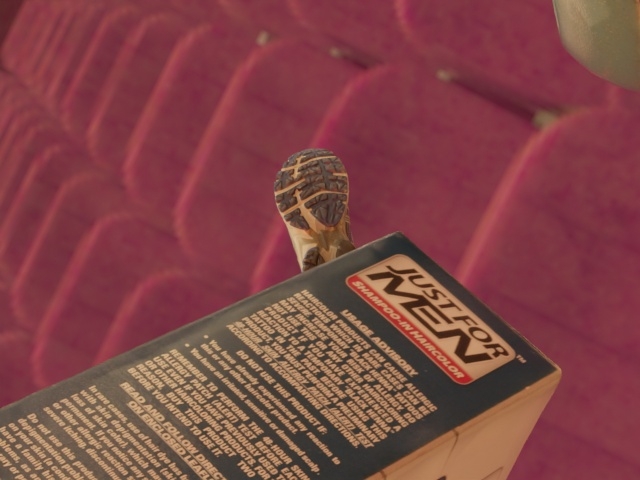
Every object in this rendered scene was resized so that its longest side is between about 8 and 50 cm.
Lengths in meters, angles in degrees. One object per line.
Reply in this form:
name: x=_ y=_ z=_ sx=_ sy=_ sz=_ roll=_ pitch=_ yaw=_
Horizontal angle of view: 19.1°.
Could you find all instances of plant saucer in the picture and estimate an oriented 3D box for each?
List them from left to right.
plant saucer: x=0.128 y=-0.233 z=1.029 sx=0.317 sy=0.043 sz=0.318 roll=-10 pitch=-90 yaw=-82

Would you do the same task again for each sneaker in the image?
sneaker: x=0.000 y=0.000 z=1.299 sx=0.058 sy=0.052 sz=0.135 roll=81 pitch=179 yaw=-58

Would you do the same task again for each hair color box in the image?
hair color box: x=-0.072 y=0.136 z=0.741 sx=0.347 sy=0.105 sz=0.174 roll=-22 pitch=-35 yaw=-43
